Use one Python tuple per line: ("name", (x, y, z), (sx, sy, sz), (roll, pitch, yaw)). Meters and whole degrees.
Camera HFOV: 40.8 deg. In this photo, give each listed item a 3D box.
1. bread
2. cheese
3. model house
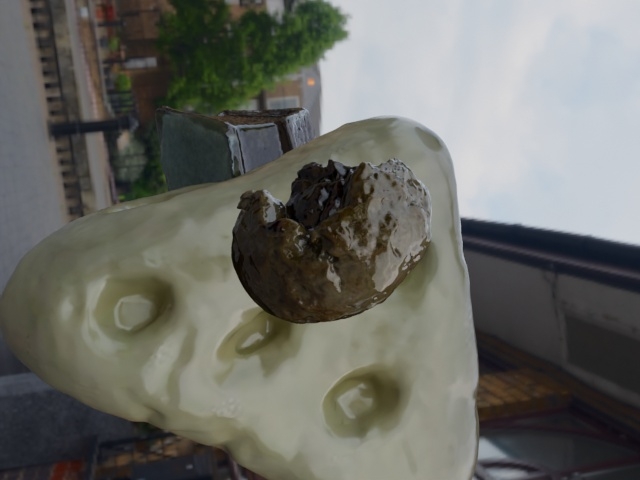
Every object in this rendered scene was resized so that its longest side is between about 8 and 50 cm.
("bread", (0.000, 0.000, 0.442), (0.060, 0.113, 0.082), (54, 33, -38))
("cheese", (-0.031, 0.104, 0.665), (0.129, 0.351, 0.328), (19, -52, 69))
("model house", (-0.061, -0.062, 0.845), (0.106, 0.152, 0.165), (-3, -82, 47))
